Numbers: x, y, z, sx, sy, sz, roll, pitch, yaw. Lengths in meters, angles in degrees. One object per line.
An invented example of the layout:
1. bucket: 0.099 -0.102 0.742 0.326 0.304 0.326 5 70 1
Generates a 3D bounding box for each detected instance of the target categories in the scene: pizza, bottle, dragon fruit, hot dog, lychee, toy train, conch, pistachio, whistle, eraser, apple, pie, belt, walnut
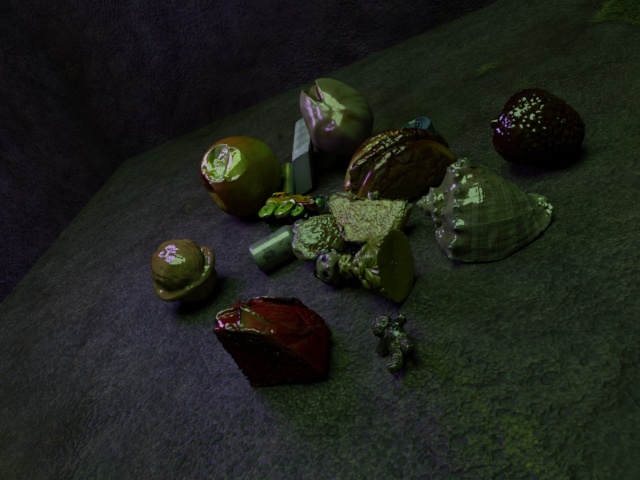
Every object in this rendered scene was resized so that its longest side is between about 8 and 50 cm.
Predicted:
1. pizza: 0.136 -0.075 1.701 0.296 0.071 0.189 15 80 25
2. bottle: -0.124 0.010 1.849 0.233 0.110 0.110 -30 30 0
3. dragon fruit: -0.138 0.251 1.462 0.240 0.302 0.330 -55 6 19
4. hot dog: 0.251 -0.253 1.820 0.404 0.223 0.185 -29 27 -1
5. lychee: 0.647 -0.336 1.607 0.271 0.236 0.236 16 47 19
6. toy train: -0.104 -0.112 2.021 0.296 0.101 0.161 3 45 43
7. conch: 0.429 -0.092 1.457 0.351 0.210 0.297 -10 50 33
8. pistachio: 0.065 -0.507 2.223 0.281 0.365 0.446 -40 29 10
9. whistle: -0.141 -0.239 2.293 0.067 0.057 0.327 -22 31 13
10. eraser: -0.073 -0.372 2.314 0.082 0.213 0.397 -4 34 2
11. apple: -0.328 -0.273 2.228 0.339 0.340 0.340 -21 31 13
12. pie: 0.000 0.000 1.748 0.193 0.079 0.163 -18 54 -1
13. belt: 0.371 -0.401 2.079 0.141 0.082 0.190 -4 39 41
14. walnut: -0.480 0.111 1.885 0.256 0.225 0.257 -20 39 17

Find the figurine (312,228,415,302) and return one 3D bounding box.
1. figurine: 0.095 0.074 1.524 0.315 0.188 0.168 -4 28 47

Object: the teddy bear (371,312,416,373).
1. teddy bear: 0.182 0.239 1.283 0.120 0.077 0.160 -59 32 18

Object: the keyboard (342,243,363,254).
1. keyboard: 0.120 0.028 1.714 0.154 0.010 0.053 -7 36 34
